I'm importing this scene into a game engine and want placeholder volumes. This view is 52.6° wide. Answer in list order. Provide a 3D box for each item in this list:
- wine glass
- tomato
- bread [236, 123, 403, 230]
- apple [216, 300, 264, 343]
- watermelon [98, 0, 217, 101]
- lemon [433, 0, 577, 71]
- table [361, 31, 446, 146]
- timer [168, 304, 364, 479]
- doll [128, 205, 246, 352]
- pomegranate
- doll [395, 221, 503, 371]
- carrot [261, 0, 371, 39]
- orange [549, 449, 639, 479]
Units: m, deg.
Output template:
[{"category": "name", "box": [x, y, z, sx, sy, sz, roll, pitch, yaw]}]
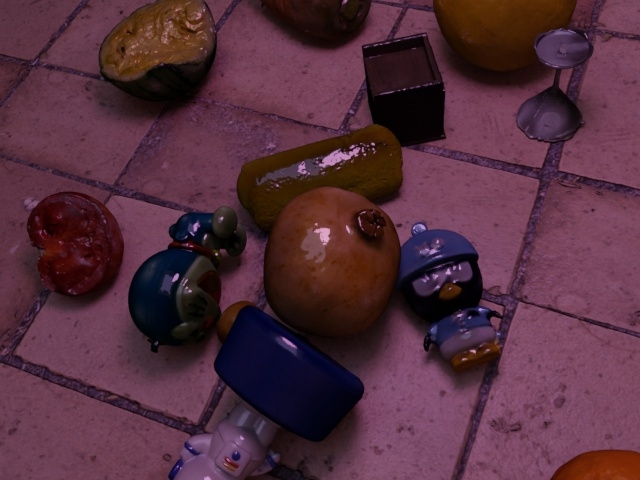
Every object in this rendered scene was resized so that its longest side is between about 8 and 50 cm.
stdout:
[{"category": "wine glass", "box": [0.522, -0.346, 1.437, 0.156, 0.232, 0.156, -5, 59, 8]}, {"category": "tomato", "box": [-0.539, 0.004, 1.471, 0.200, 0.139, 0.233, -9, 92, 13]}, {"category": "bread", "box": [0.001, -0.142, 1.448, 0.383, 0.112, 0.166, -17, 90, 1]}, {"category": "apple", "box": [-0.153, 0.178, 1.317, 0.114, 0.099, 0.102, 20, 62, 24]}, {"category": "watermelon", "box": [-0.414, -0.482, 1.719, 0.330, 0.189, 0.331, -15, 45, 16]}, {"category": "lemon", "box": [0.428, -0.572, 1.528, 0.347, 0.348, 0.348, -5, 58, 7]}, {"category": "table", "box": [0.201, -0.348, 1.518, 0.172, 0.193, 0.169, -11, 57, 3]}, {"category": "timer", "box": [-0.131, 0.338, 1.154, 0.270, 0.270, 0.384, 33, 84, 26]}, {"category": "doll", "box": [-0.280, 0.081, 1.339, 0.186, 0.198, 0.322, 11, 61, 16]}, {"category": "pomegranate", "box": [0.020, 0.046, 1.250, 0.307, 0.307, 0.307, -5, 58, 7]}, {"category": "doll", "box": [0.246, 0.096, 1.273, 0.177, 0.141, 0.314, -21, 61, 2]}, {"category": "carrot", "box": [-0.028, -0.686, 1.757, 0.224, 0.224, 0.340, -40, 54, -14]}, {"category": "orange", "box": [0.455, 0.439, 0.972, 0.246, 0.246, 0.246, -5, 58, 7]}]
